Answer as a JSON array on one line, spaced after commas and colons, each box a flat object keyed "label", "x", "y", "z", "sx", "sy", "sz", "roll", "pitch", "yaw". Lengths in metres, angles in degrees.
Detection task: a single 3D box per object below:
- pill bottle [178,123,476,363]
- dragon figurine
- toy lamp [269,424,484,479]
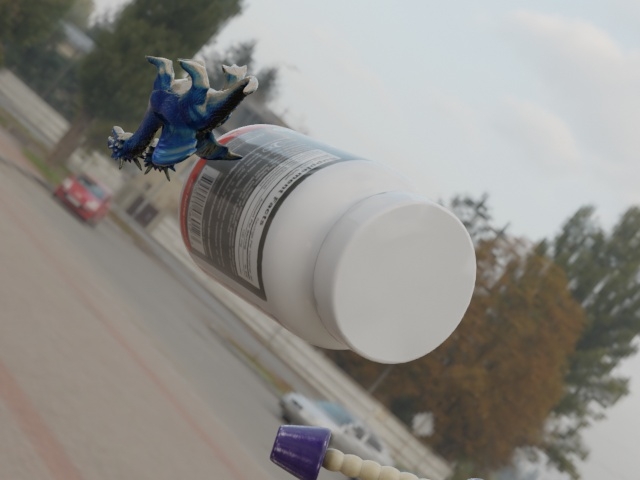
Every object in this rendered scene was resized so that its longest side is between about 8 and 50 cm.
[{"label": "pill bottle", "x": 0.000, "y": 0.000, "z": 1.361, "sx": 0.210, "sy": 0.210, "sz": 0.363, "roll": 43, "pitch": -8, "yaw": -32}, {"label": "dragon figurine", "x": -0.138, "y": -0.125, "z": 1.338, "sx": 0.085, "sy": 0.144, "sz": 0.289, "roll": -3, "pitch": 12, "yaw": -39}, {"label": "toy lamp", "x": 0.070, "y": 0.302, "z": 1.571, "sx": 0.274, "sy": 0.080, "sz": 0.080, "roll": 17, "pitch": -5, "yaw": 2}]
